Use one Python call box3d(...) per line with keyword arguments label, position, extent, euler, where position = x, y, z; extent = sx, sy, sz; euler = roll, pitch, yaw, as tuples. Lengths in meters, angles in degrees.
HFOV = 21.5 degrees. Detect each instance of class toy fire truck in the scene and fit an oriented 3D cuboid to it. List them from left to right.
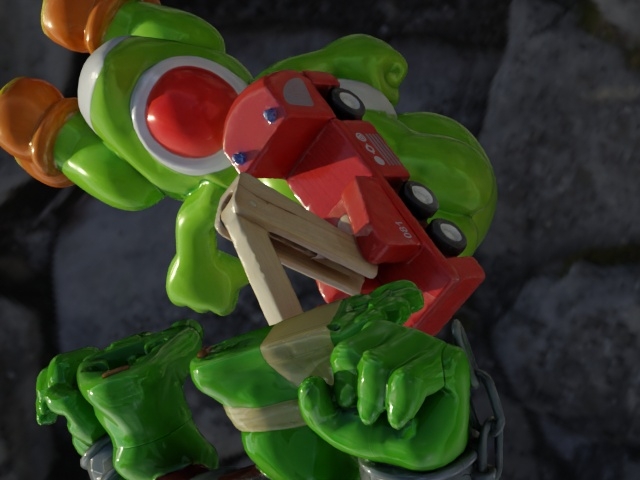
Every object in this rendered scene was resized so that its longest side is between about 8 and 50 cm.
box3d(label="toy fire truck", position=(0.000, 0.000, 0.736), extent=(0.047, 0.135, 0.192), euler=(-51, 60, 29))

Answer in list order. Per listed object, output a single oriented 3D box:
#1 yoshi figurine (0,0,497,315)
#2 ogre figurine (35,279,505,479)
box3d(label="yoshi figurine", position=(-0.030, -0.057, 1.140), extent=(0.362, 0.203, 0.203), euler=(22, 132, 30))
box3d(label="ogre figurine", position=(-0.014, 0.081, 0.469), extent=(0.197, 0.097, 0.118), euler=(-14, 99, 36))
